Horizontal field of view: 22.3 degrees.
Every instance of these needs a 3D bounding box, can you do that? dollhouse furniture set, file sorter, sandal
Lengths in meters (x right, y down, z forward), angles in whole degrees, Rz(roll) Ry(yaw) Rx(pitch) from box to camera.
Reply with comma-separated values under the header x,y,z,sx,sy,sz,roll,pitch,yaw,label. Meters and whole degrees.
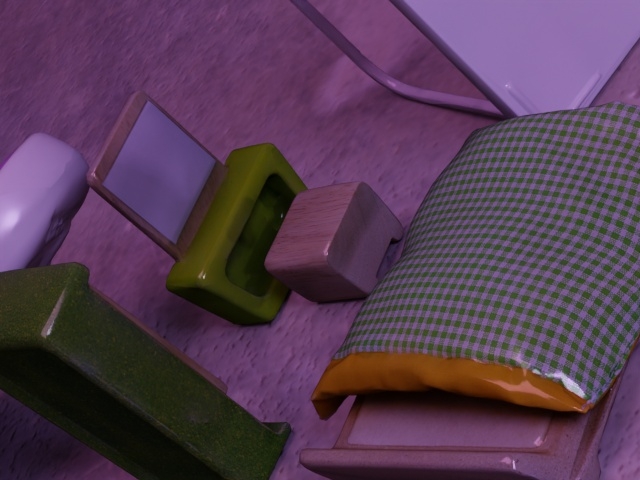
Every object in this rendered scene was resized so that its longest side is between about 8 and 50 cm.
x,y,z,sx,sy,sz,roll,pitch,yaw,label
0.000,0.000,0.741,0.301,0.151,0.197,-7,49,48,dollhouse furniture set
0.097,-0.224,0.839,0.278,0.193,0.173,-53,28,-7,file sorter
-0.268,0.085,0.945,0.416,0.102,0.169,-52,3,23,sandal
